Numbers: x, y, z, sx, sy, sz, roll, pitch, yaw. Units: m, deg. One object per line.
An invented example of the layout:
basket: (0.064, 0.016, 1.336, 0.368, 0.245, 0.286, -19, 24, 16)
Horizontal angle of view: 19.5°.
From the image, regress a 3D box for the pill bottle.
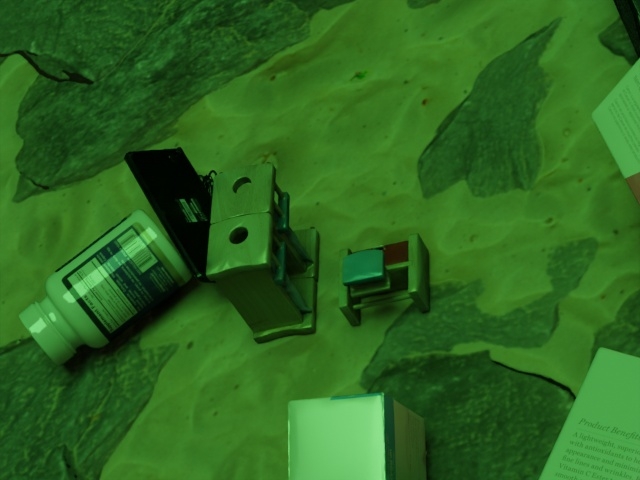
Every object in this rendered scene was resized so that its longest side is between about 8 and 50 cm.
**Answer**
pill bottle: (-0.225, 0.052, 1.928, 0.169, 0.094, 0.094, -38, 49, -5)

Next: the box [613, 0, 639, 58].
box: (0.429, -0.297, 1.826, 0.296, 0.182, 0.294, -20, 50, 8)

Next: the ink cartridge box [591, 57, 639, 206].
ink cartridge box: (0.391, -0.131, 1.608, 0.283, 0.117, 0.207, -51, 35, 27)

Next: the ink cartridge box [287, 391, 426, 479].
ink cartridge box: (0.038, 0.198, 1.677, 0.092, 0.143, 0.090, -8, 71, 20)

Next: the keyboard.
keyboard: (-0.134, -0.021, 1.958, 0.100, 0.038, 0.192, -5, 49, -35)

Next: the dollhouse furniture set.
dollhouse furniture set: (0.000, 0.000, 1.839, 0.184, 0.129, 0.129, -12, 52, 18)

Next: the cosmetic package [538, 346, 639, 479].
cosmetic package: (0.279, 0.214, 1.537, 0.151, 0.151, 0.183, 15, 64, 32)
